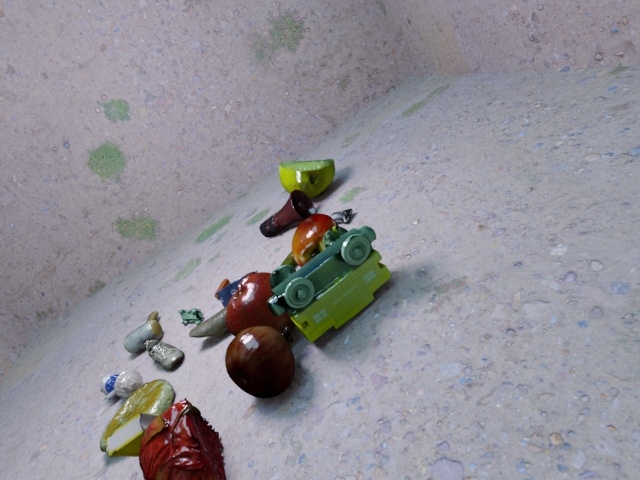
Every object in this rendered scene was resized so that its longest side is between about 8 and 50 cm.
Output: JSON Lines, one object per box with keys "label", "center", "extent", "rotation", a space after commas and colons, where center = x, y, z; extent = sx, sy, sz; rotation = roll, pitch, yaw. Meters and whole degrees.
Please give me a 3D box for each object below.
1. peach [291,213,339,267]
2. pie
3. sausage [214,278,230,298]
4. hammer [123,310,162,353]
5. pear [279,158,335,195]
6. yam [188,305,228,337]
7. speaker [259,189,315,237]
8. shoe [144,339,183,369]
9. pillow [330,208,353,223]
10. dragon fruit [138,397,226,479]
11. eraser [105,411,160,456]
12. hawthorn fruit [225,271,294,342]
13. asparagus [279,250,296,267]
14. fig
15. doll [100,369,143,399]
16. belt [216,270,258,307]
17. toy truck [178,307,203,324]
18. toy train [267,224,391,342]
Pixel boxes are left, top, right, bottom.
{"label": "peach", "center": [0.000, 0.000, 1.820], "extent": [0.248, 0.245, 0.275], "rotation": [0, 20, 6]}
{"label": "pie", "center": [-0.710, 0.673, 1.606], "extent": [0.323, 0.070, 0.323], "rotation": [-29, 22, 13]}
{"label": "sausage", "center": [-0.514, 0.254, 2.144], "extent": [0.039, 0.041, 0.131], "rotation": [-23, 27, 29]}
{"label": "hammer", "center": [-0.924, 0.465, 2.202], "extent": [0.202, 0.113, 0.305], "rotation": [-30, 20, 1]}
{"label": "pear", "center": [-0.081, -0.358, 2.443], "extent": [0.342, 0.239, 0.318], "rotation": [-3, 22, 3]}
{"label": "yam", "center": [-0.441, 0.362, 1.791], "extent": [0.259, 0.106, 0.106], "rotation": [-36, 25, 4]}
{"label": "speaker", "center": [-0.195, -0.163, 2.356], "extent": [0.329, 0.198, 0.259], "rotation": [-25, 38, 38]}
{"label": "shoe", "center": [-0.717, 0.512, 1.867], "extent": [0.275, 0.098, 0.103], "rotation": [-3, 43, 46]}
{"label": "pillow", "center": [0.098, -0.116, 2.054], "extent": [0.135, 0.055, 0.091], "rotation": [-12, 64, 44]}
{"label": "dragon fruit", "center": [-0.345, 0.624, 1.150], "extent": [0.240, 0.302, 0.330], "rotation": [-10, 28, -42]}
{"label": "eraser", "center": [-0.533, 0.620, 1.299], "extent": [0.158, 0.226, 0.069], "rotation": [-38, 52, 7]}
{"label": "hawthorn fruit", "center": [-0.206, 0.266, 1.513], "extent": [0.275, 0.299, 0.275], "rotation": [-47, -8, -8]}
{"label": "asparagus", "center": [-0.177, 0.151, 1.901], "extent": [0.067, 0.060, 0.278], "rotation": [-1, 40, 34]}
{"label": "fig", "center": [-0.187, 0.383, 1.314], "extent": [0.235, 0.235, 0.214], "rotation": [-25, 0, 18]}
{"label": "doll", "center": [-0.894, 0.642, 1.838], "extent": [0.293, 0.119, 0.138], "rotation": [-21, 36, 39]}
{"label": "belt", "center": [-0.367, 0.244, 1.904], "extent": [0.218, 0.128, 0.122], "rotation": [-30, -4, 13]}
{"label": "toy truck", "center": [-0.642, 0.371, 2.058], "extent": [0.154, 0.080, 0.078], "rotation": [-11, 12, 40]}
{"label": "toy train", "center": [0.037, 0.144, 1.397], "extent": [0.442, 0.272, 0.179], "rotation": [-37, 25, -14]}
